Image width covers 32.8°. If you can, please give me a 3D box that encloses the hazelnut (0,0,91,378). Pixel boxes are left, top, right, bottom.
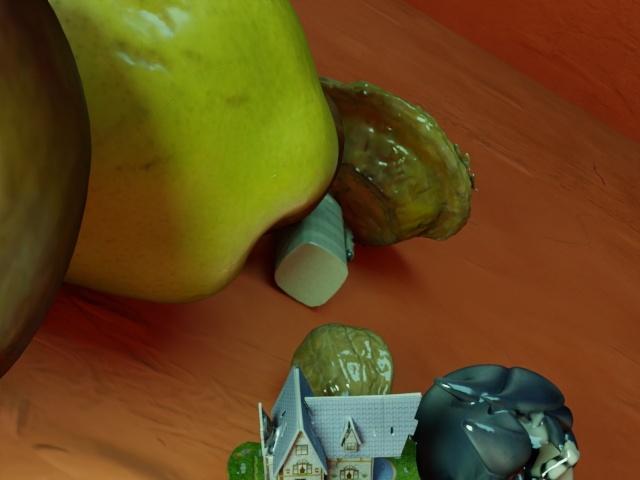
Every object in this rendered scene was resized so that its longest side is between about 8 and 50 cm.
[{"bbox_3d":[-0.320,-0.049,0.644,0.365,0.366,0.366,29,23,-14],"label":"hazelnut"}]

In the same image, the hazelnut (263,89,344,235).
[{"bbox_3d":[-0.071,-0.099,1.207,0.176,0.214,0.214,47,24,11],"label":"hazelnut"}]

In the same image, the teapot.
[{"bbox_3d":[0.000,0.000,1.305,0.107,0.077,0.200,32,23,-18],"label":"teapot"}]

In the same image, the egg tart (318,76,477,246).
[{"bbox_3d":[0.061,-0.090,1.415,0.288,0.288,0.118,38,65,5],"label":"egg tart"}]

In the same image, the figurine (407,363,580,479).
[{"bbox_3d":[0.161,0.217,0.993,0.197,0.175,0.265,34,14,8],"label":"figurine"}]

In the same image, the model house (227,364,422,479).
[{"bbox_3d":[0.006,0.165,0.878,0.166,0.088,0.117,0,29,-1],"label":"model house"}]

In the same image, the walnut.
[{"bbox_3d":[0.023,0.135,1.047,0.105,0.105,0.124,20,32,-33],"label":"walnut"}]

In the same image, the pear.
[{"bbox_3d":[-0.193,-0.136,0.959,0.418,0.362,0.362,42,22,-7],"label":"pear"}]
